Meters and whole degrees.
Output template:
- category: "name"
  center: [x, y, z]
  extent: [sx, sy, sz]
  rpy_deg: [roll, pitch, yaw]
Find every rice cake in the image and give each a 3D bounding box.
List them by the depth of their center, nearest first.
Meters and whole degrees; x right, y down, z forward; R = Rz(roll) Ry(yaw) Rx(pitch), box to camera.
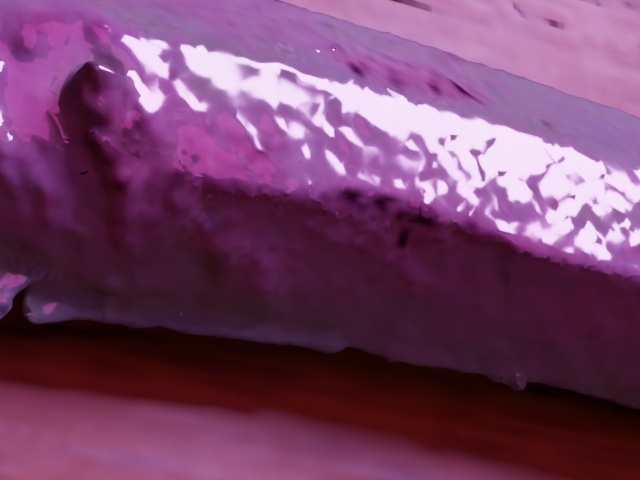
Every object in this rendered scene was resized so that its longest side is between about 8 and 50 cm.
- category: "rice cake"
  center: [-0.001, -0.003, 0.346]
  extent: [0.290, 0.051, 0.081]
  rpy_deg: [15, 58, -22]
